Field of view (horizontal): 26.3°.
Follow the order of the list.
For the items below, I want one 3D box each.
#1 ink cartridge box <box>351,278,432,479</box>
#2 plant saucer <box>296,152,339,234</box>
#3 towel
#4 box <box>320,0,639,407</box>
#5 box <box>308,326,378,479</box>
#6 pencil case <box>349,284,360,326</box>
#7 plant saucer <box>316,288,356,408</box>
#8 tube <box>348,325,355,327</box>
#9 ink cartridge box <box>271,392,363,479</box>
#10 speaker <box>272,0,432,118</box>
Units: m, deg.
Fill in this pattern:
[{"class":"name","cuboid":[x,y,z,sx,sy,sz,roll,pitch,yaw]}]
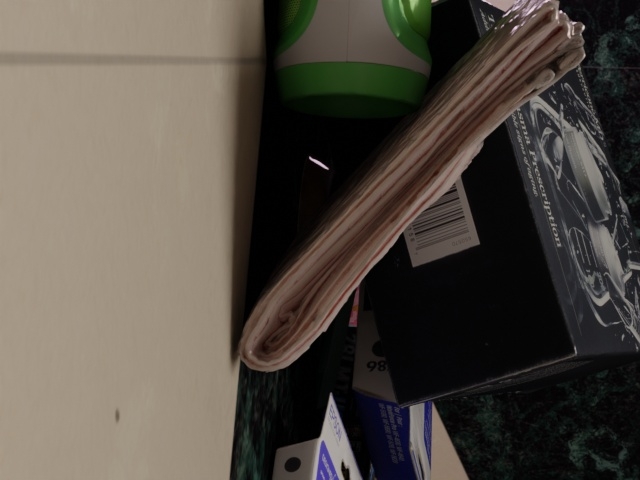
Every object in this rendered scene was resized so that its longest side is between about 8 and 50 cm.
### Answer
[{"class":"ink cartridge box","cuboid":[0.078,0.114,1.383,0.165,0.065,0.333,75,14,-46]},{"class":"plant saucer","cuboid":[0.000,0.000,1.324,0.168,0.029,0.169,3,90,-84]},{"class":"towel","cuboid":[0.073,-0.058,1.039,0.317,0.053,0.332,-46,-177,13]},{"class":"box","cuboid":[0.173,-0.029,1.335,0.312,0.179,0.343,6,67,-62]},{"class":"box","cuboid":[0.028,0.295,1.500,0.295,0.073,0.293,-78,167,-56]},{"class":"pencil case","cuboid":[0.088,-0.029,1.699,0.124,0.124,0.284,32,62,-83]},{"class":"plant saucer","cuboid":[0.019,0.079,1.391,0.067,0.018,0.192,-88,-173,-58]},{"class":"tube","cuboid":[0.051,0.125,1.792,0.080,0.052,0.207,157,-70,-85]},{"class":"ink cartridge box","cuboid":[-0.002,0.271,1.176,0.206,0.045,0.208,72,23,-48]},{"class":"speaker","cuboid":[0.029,-0.249,1.056,0.131,0.131,0.297,39,53,-82]}]
